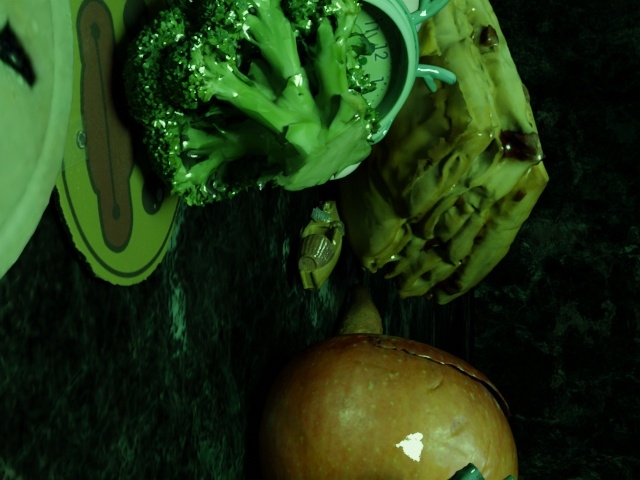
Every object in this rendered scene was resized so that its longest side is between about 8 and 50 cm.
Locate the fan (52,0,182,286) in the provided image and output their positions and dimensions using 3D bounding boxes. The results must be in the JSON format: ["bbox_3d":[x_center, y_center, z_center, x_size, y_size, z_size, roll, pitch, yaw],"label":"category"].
[{"bbox_3d":[-0.140,-0.069,0.586,0.335,0.011,0.229,-52,142,-65],"label":"fan"}]

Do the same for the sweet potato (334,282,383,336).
[{"bbox_3d":[0.037,0.175,1.202,0.072,0.066,0.314,37,46,-22],"label":"sweet potato"}]

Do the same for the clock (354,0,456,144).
[{"bbox_3d":[0.006,-0.145,0.743,0.066,0.211,0.159,-111,-167,-54],"label":"clock"}]

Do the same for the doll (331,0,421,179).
[{"bbox_3d":[0.055,-0.292,0.893,0.365,0.187,0.376,105,-22,-43],"label":"doll"}]

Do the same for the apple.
[{"bbox_3d":[0.063,0.223,0.942,0.272,0.252,0.206,47,44,-39],"label":"apple"}]

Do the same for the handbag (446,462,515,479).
[{"bbox_3d":[0.093,0.354,0.700,0.269,0.100,0.274,-32,110,-21],"label":"handbag"}]

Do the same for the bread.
[{"bbox_3d":[0.115,-0.096,1.069,0.324,0.167,0.277,111,-31,-57],"label":"bread"}]

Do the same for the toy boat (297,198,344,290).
[{"bbox_3d":[0.000,0.000,1.055,0.149,0.047,0.048,-73,161,-57],"label":"toy boat"}]

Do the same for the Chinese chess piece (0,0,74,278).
[{"bbox_3d":[-0.174,-0.068,0.307,0.238,0.092,0.237,4,90,-75],"label":"Chinese chess piece"}]

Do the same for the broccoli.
[{"bbox_3d":[-0.038,-0.099,0.629,0.195,0.156,0.195,-36,159,-16],"label":"broccoli"}]
